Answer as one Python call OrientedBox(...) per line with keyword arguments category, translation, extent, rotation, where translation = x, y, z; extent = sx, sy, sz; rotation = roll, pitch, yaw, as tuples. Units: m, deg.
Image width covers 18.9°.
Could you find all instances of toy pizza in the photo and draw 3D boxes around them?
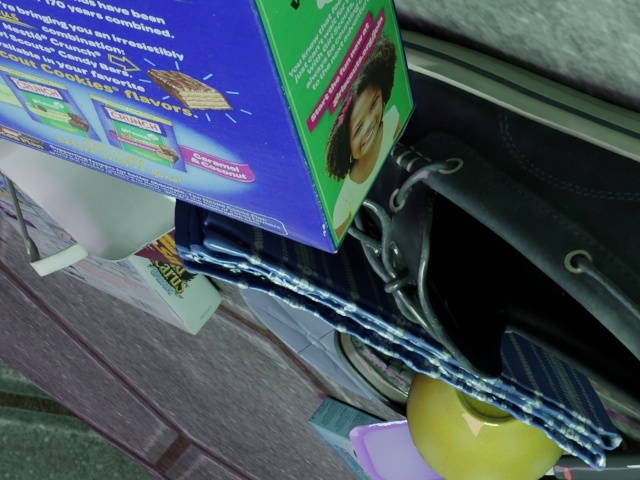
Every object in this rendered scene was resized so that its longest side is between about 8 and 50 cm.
OrientedBox(category="toy pizza", translation=(0.005, 0.087, 1.873), extent=(0.201, 0.032, 0.201), rotation=(35, 165, 11))

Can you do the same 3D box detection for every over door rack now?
OrientedBox(category="over door rack", translation=(-0.377, -0.114, 1.851), extent=(0.324, 0.108, 0.239), rotation=(49, 177, 45))

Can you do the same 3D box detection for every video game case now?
OrientedBox(category="video game case", translation=(-0.261, -0.027, 2.066), extent=(0.269, 0.061, 0.244), rotation=(22, 159, 43))

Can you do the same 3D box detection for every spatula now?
OrientedBox(category="spatula", translation=(0.172, 0.179, 1.576), extent=(0.296, 0.030, 0.084), rotation=(1, 134, 23))

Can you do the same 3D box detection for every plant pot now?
OrientedBox(category="plant pot", translation=(0.135, 0.123, 1.507), extent=(0.134, 0.134, 0.095), rotation=(34, 166, 12))

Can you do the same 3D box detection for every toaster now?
OrientedBox(category="toaster", translation=(-0.170, -0.096, 1.492), extent=(0.186, 0.110, 0.168), rotation=(44, -157, -22))

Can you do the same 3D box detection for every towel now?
OrientedBox(category="towel", translation=(0.044, 0.037, 1.362), extent=(0.336, 0.040, 0.243), rotation=(28, -166, -14))

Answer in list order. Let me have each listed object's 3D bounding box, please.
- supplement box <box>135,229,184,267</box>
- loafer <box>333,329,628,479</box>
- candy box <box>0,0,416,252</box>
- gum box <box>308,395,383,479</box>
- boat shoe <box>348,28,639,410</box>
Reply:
OrientedBox(category="supplement box", translation=(-0.159, -0.041, 1.779), extent=(0.104, 0.081, 0.188), rotation=(48, 161, -29))
OrientedBox(category="loafer", translation=(0.141, 0.123, 1.623), extent=(0.267, 0.096, 0.084), rotation=(32, 144, -5))
OrientedBox(category="candy box", translation=(-0.108, -0.148, 1.009), extent=(0.268, 0.122, 0.317), rotation=(19, 159, 19))
OrientedBox(category="gum box", translation=(0.093, 0.255, 2.122), extent=(0.184, 0.041, 0.157), rotation=(20, 156, 48))
OrientedBox(category="boat shoe", translation=(0.098, -0.010, 1.207), extent=(0.500, 0.156, 0.187), rotation=(24, 160, 44))
